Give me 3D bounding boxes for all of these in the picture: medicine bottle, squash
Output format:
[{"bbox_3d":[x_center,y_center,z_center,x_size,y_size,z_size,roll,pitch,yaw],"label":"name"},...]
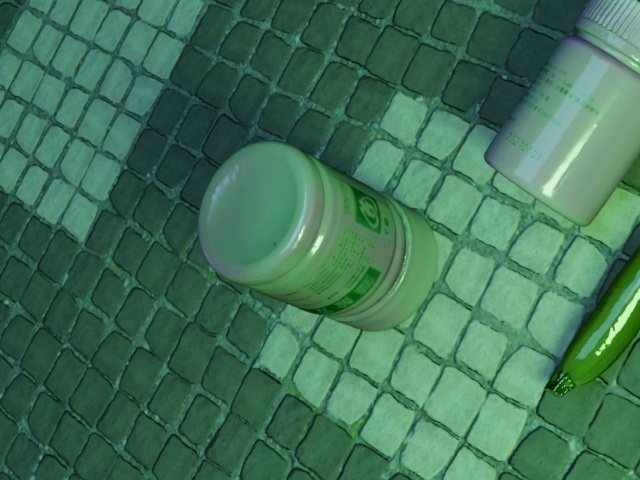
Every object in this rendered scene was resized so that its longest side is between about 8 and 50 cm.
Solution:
[{"bbox_3d":[0.370,-0.181,2.001,0.178,0.178,0.291,39,99,40],"label":"medicine bottle"},{"bbox_3d":[0.000,0.000,2.131,0.212,0.325,0.212,-14,66,33],"label":"medicine bottle"},{"bbox_3d":[0.389,0.108,1.951,0.066,0.066,0.252,41,101,40],"label":"squash"}]
